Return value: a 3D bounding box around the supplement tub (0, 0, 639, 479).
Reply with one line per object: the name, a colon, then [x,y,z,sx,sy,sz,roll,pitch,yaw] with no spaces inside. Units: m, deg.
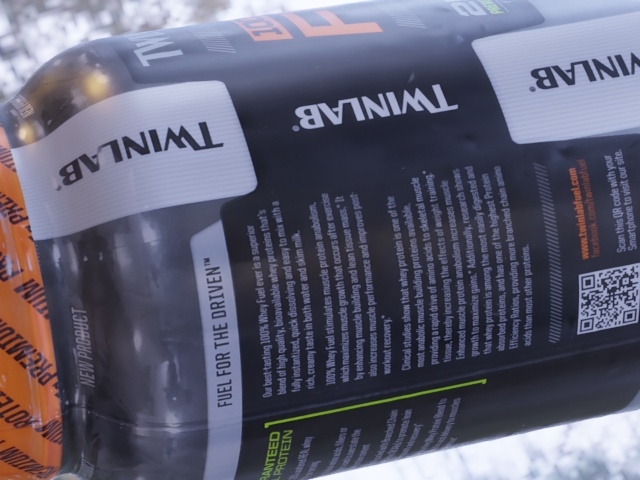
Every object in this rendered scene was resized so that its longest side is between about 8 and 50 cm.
supplement tub: [0.000,0.000,0.492,0.117,0.190,0.117,170,-90,-72]
